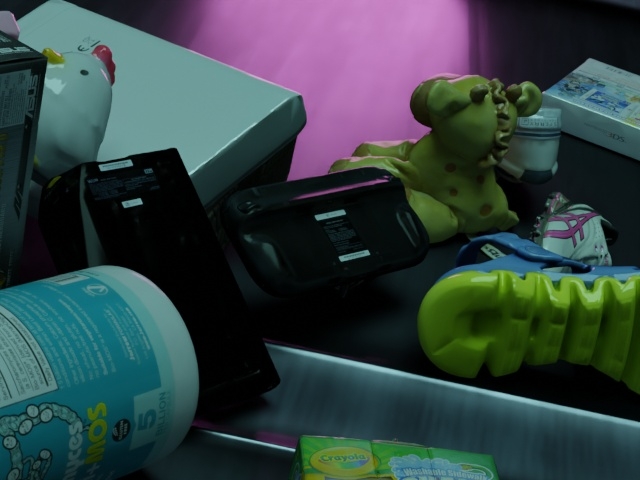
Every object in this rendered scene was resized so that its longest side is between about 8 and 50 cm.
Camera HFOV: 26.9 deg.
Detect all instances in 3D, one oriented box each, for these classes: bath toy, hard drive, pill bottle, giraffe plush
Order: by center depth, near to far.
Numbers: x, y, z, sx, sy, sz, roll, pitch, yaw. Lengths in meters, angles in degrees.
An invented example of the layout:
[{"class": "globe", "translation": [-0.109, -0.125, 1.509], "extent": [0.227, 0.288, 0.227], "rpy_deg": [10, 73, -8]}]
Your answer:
[{"class": "pill bottle", "translation": [-0.214, 0.108, 0.852], "extent": [0.146, 0.146, 0.264], "rpy_deg": [32, 29, 31]}, {"class": "bath toy", "translation": [-0.312, -0.156, 1.170], "extent": [0.348, 0.151, 0.129], "rpy_deg": [24, 75, 33]}, {"class": "hard drive", "translation": [-0.219, -0.115, 1.259], "extent": [0.353, 0.047, 0.233], "rpy_deg": [25, 53, 36]}, {"class": "giraffe plush", "translation": [0.129, -0.094, 1.348], "extent": [0.210, 0.170, 0.181], "rpy_deg": [26, 31, 23]}]

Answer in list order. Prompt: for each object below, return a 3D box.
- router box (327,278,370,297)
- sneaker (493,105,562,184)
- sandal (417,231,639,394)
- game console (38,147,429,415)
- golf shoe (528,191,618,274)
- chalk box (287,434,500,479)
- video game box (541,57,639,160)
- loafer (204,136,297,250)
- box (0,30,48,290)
[{"class": "router box", "translation": [0.000, 0.000, 1.266], "extent": [0.122, 0.038, 0.092], "rpy_deg": [26, 31, 24]}, {"class": "sneaker", "translation": [0.205, -0.112, 1.506], "extent": [0.094, 0.091, 0.258], "rpy_deg": [5, 8, -4]}, {"class": "sandal", "translation": [0.239, 0.056, 1.182], "extent": [0.318, 0.126, 0.138], "rpy_deg": [11, 24, -7]}, {"class": "game console", "translation": [-0.046, 0.017, 1.107], "extent": [0.361, 0.044, 0.213], "rpy_deg": [-13, 73, -39]}, {"class": "golf shoe", "translation": [0.248, 0.007, 1.322], "extent": [0.086, 0.067, 0.186], "rpy_deg": [21, 29, 13]}, {"class": "chalk box", "translation": [0.039, 0.207, 0.812], "extent": [0.132, 0.132, 0.213], "rpy_deg": [7, 28, -10]}, {"class": "video game box", "translation": [0.403, -0.161, 1.708], "extent": [0.205, 0.048, 0.187], "rpy_deg": [24, 29, 21]}, {"class": "loafer", "translation": [-0.095, -0.071, 1.289], "extent": [0.092, 0.102, 0.268], "rpy_deg": [21, 32, 12]}, {"class": "box", "translation": [-0.310, -0.072, 1.070], "extent": [0.183, 0.231, 0.056], "rpy_deg": [30, 30, 28]}]
